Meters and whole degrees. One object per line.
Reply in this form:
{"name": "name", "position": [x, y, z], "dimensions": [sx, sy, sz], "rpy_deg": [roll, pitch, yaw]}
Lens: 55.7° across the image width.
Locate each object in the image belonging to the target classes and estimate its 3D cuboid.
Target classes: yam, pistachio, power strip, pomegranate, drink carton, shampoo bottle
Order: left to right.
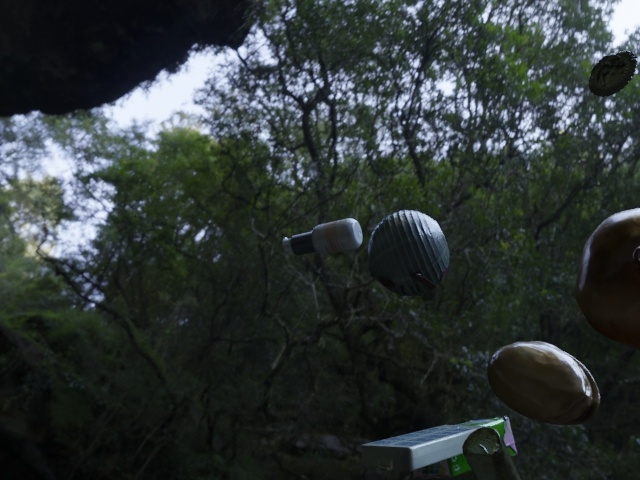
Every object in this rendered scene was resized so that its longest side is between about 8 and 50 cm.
{"name": "shampoo bottle", "position": [0.000, 0.000, 1.416], "dimensions": [0.191, 0.074, 0.074], "rpy_deg": [-12, -57, 22]}
{"name": "power strip", "position": [0.215, 0.393, 1.168], "dimensions": [0.106, 0.043, 0.367], "rpy_deg": [-10, -14, 36]}
{"name": "drink carton", "position": [0.373, 0.547, 1.611], "dimensions": [0.161, 0.271, 0.108], "rpy_deg": [-28, -111, 51]}
{"name": "yam", "position": [0.282, 0.375, 0.955], "dimensions": [0.068, 0.068, 0.169], "rpy_deg": [-12, -60, 36]}
{"name": "pistachio", "position": [0.519, 0.333, 1.441], "dimensions": [0.162, 0.182, 0.293], "rpy_deg": [33, -8, -35]}
{"name": "pomegranate", "position": [0.508, 0.055, 0.895], "dimensions": [0.252, 0.229, 0.270], "rpy_deg": [2, -8, 44]}

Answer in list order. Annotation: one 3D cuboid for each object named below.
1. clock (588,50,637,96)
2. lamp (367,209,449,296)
{"name": "clock", "position": [0.458, -0.262, 0.954], "dimensions": [0.010, 0.083, 0.074], "rpy_deg": [31, -21, -35]}
{"name": "lamp", "position": [0.237, 0.041, 1.663], "dimensions": [0.233, 0.233, 0.265], "rpy_deg": [7, -11, 23]}
